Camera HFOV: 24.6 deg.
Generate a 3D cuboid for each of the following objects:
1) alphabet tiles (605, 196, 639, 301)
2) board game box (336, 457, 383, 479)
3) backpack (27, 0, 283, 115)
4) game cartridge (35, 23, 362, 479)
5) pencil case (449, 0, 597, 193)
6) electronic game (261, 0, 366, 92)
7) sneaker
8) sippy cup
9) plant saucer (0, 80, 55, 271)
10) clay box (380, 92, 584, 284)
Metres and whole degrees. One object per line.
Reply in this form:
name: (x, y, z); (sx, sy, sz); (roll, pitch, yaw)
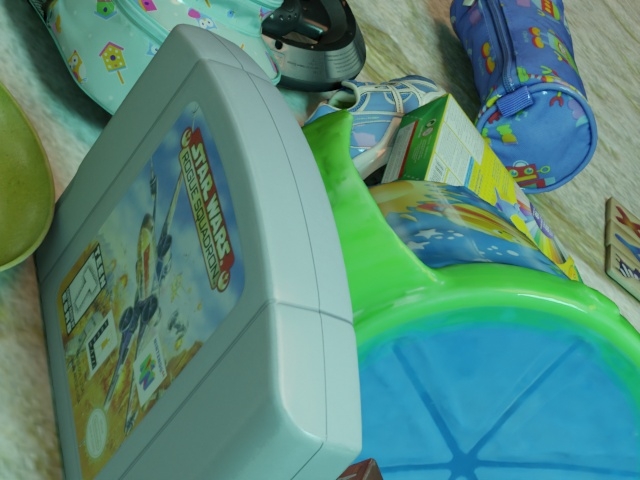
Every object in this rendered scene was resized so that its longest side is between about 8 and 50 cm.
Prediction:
alphabet tiles: (0.427, 0.097, 1.534); (0.342, 0.011, 0.285); (39, 27, -9)
board game box: (0.022, 0.191, 0.601); (0.281, 0.027, 0.145); (-32, 99, -80)
backpack: (-0.110, -0.158, 1.032); (0.166, 0.144, 0.188); (20, 38, -47)
game cartridge: (-0.071, 0.030, 0.751); (0.062, 0.198, 0.297); (15, 37, -30)
pencil case: (0.203, -0.178, 1.500); (0.133, 0.119, 0.306); (49, 22, -28)
electronic game: (-0.061, -0.209, 1.268); (0.229, 0.048, 0.229); (25, 33, -17)
sneaker: (0.049, -0.108, 1.239); (0.081, 0.080, 0.211); (45, 26, -4)
sippy cup: (0.065, 0.078, 0.862); (0.240, 0.305, 0.224); (5, 26, -10)
plant saucer: (-0.259, -0.061, 0.804); (0.241, 0.037, 0.241); (33, 29, -21)
clay box: (0.134, 0.007, 1.159); (0.222, 0.053, 0.127); (52, 33, -23)
